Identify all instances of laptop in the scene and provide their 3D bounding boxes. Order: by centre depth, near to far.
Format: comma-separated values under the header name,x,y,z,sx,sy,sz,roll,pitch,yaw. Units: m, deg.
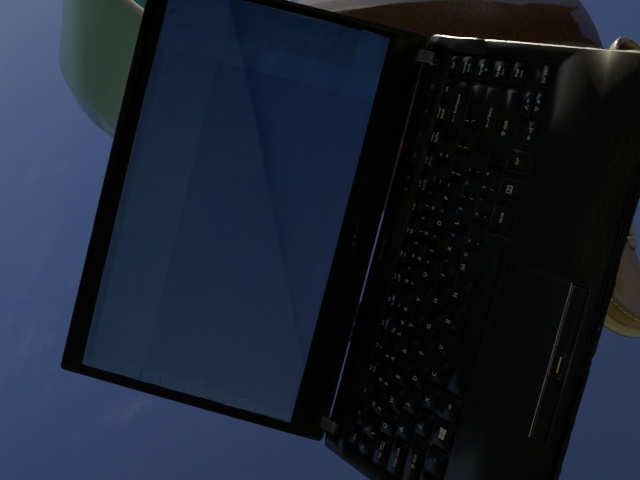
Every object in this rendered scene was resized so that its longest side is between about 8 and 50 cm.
name,x,y,z,sx,sy,sz,roll,pitch,yaw
laptop,0.000,0.000,0.508,0.264,0.136,0.234,24,-78,58

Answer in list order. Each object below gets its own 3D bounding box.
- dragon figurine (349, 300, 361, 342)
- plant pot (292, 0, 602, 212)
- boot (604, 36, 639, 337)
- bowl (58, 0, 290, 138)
name,x,y,z,sx,sy,sz,roll,pitch,yaw
dragon figurine,-0.024,0.080,1.005,0.144,0.289,0.085,43,-60,11
plant pot,0.056,-0.107,0.781,0.215,0.230,0.215,6,-82,52
boot,0.254,-0.042,0.869,0.165,0.077,0.213,-47,-119,43
bowl,-0.148,-0.193,1.107,0.311,0.311,0.163,49,-60,28
